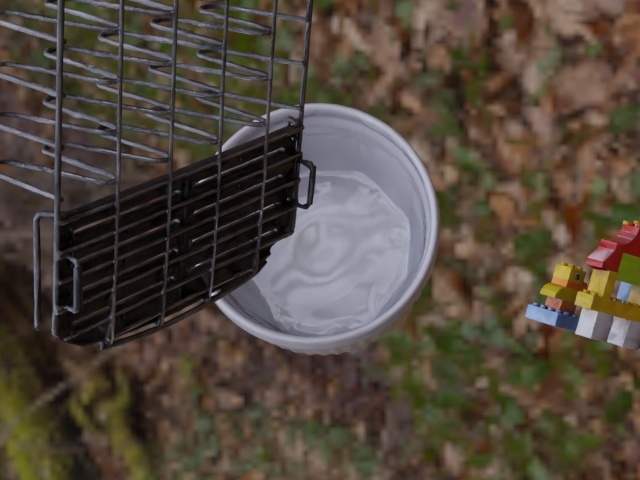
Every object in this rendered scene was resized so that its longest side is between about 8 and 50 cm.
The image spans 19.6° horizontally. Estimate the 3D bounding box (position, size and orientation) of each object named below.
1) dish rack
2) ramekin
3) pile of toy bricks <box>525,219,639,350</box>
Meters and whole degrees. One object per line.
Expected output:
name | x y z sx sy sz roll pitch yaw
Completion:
dish rack | -0.073 -0.094 0.822 0.074 0.208 0.272 17 114 31
ramekin | 0.000 0.000 1.550 0.109 0.207 0.207 68 -168 -72
pile of toy bricks | 0.243 0.027 1.308 0.118 0.212 0.105 17 92 54
